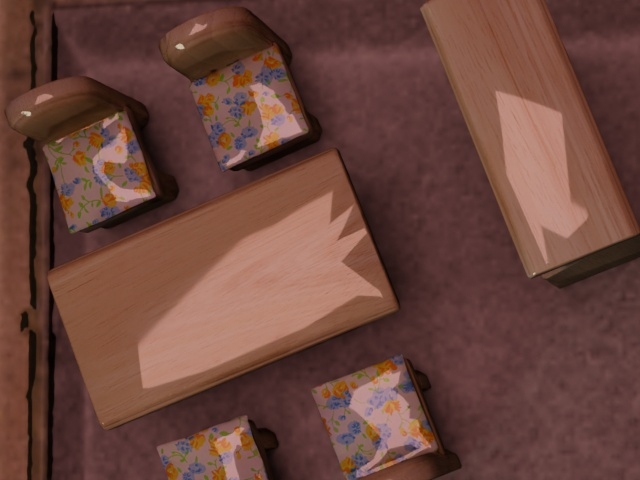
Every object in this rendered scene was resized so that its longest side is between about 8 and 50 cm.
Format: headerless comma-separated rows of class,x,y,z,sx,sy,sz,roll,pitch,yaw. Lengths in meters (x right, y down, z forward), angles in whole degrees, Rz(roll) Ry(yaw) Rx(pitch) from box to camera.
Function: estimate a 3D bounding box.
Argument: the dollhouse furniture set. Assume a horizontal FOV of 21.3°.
dollhouse furniture set,0.000,0.000,0.695,0.242,0.161,0.212,-23,81,10
